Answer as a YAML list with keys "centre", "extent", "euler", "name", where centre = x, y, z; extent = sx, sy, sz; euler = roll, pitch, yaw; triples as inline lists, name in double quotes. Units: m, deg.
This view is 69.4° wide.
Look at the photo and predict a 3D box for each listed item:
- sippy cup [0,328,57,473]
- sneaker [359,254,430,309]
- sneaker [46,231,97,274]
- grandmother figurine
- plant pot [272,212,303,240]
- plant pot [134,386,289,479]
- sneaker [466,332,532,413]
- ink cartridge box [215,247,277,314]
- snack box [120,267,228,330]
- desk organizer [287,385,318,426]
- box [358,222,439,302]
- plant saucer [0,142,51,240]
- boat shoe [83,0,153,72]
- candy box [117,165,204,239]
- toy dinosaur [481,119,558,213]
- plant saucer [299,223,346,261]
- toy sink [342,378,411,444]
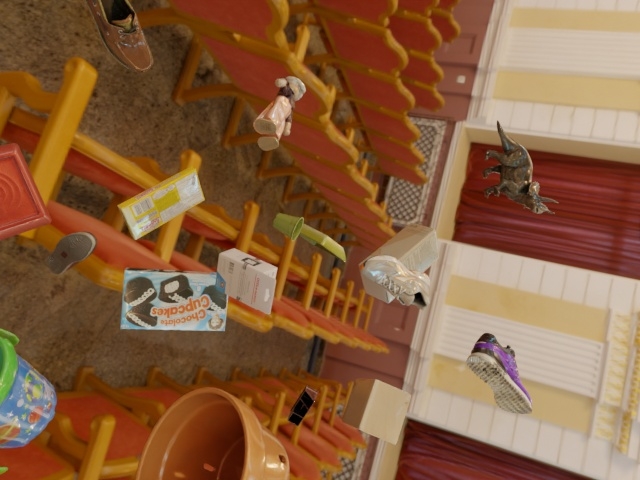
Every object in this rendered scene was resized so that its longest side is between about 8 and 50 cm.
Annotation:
- centre: [-0.739, 0.359, 1.047]
  extent: [0.224, 0.240, 0.305]
  euler: [71, 30, -52]
  name: "sippy cup"
- centre: [0.241, 0.135, 1.426]
  extent: [0.099, 0.263, 0.121]
  euler: [-52, -153, 39]
  name: "sneaker"
- centre: [-0.716, 0.014, 1.380]
  extent: [0.083, 0.222, 0.118]
  euler: [56, 31, -13]
  name: "sneaker"
- centre: [-0.135, -0.472, 1.615]
  extent: [0.207, 0.104, 0.342]
  euler: [99, 7, -47]
  name: "grandmother figurine"
- centre: [-0.107, -0.051, 1.481]
  extent: [0.083, 0.079, 0.083]
  euler: [-60, 167, -25]
  name: "plant pot"
- centre: [-0.200, 0.473, 0.947]
  extent: [0.203, 0.291, 0.290]
  euler: [43, 59, -45]
  name: "plant pot"
- centre: [0.558, 0.393, 1.392]
  extent: [0.293, 0.102, 0.146]
  euler: [51, 47, -19]
  name: "sneaker"
- centre: [-0.175, 0.102, 1.164]
  extent: [0.060, 0.180, 0.104]
  euler: [-22, 129, -57]
  name: "ink cartridge box"
- centre: [-0.463, 0.192, 1.490]
  extent: [0.060, 0.322, 0.187]
  euler: [-159, -106, -71]
  name: "snack box"
- centre: [-0.060, 0.555, 1.547]
  extent: [0.130, 0.047, 0.050]
  euler: [-61, 180, 23]
  name: "desk organizer"
- centre: [0.298, 0.078, 1.724]
  extent: [0.311, 0.121, 0.147]
  euler: [-34, 125, -30]
  name: "box"
- centre: [-0.936, -0.128, 1.316]
  extent: [0.259, 0.048, 0.258]
  euler: [-33, 113, -47]
  name: "plant saucer"
- centre: [-0.555, -0.594, 1.269]
  extent: [0.110, 0.104, 0.307]
  euler: [-47, 140, -18]
  name: "boat shoe"
- centre: [-0.388, -0.094, 1.146]
  extent: [0.206, 0.027, 0.105]
  euler: [-36, 147, -28]
  name: "candy box"
- centre: [0.592, -0.213, 1.428]
  extent: [0.121, 0.160, 0.313]
  euler: [94, -13, -77]
  name: "toy dinosaur"
- centre: [0.000, 0.000, 1.777]
  extent: [0.188, 0.188, 0.045]
  euler: [36, 84, -51]
  name: "plant saucer"
- centre: [0.174, 0.532, 1.454]
  extent: [0.234, 0.131, 0.152]
  euler: [123, -10, -70]
  name: "toy sink"
